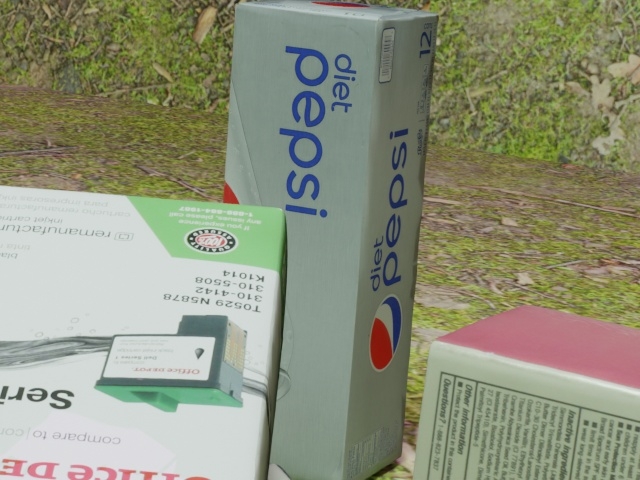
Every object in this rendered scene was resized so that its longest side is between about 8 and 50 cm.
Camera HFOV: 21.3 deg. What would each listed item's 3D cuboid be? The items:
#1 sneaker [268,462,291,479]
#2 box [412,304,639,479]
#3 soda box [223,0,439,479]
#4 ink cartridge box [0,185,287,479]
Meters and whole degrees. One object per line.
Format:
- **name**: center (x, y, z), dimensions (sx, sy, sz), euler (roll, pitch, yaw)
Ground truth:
- **sneaker**: center (-0.145, 0.125, 0.834), dimensions (0.275, 0.107, 0.110), euler (9, 21, 17)
- **box**: center (0.171, 0.131, 0.821), dimensions (0.232, 0.148, 0.127), euler (13, 13, 27)
- **soda box**: center (0.000, 0.000, 1.031), dimensions (0.098, 0.286, 0.091), euler (11, 14, 25)
- **ink cartridge box**: center (-0.100, 0.078, 0.764), dimensions (0.160, 0.092, 0.219), euler (4, 36, -1)
